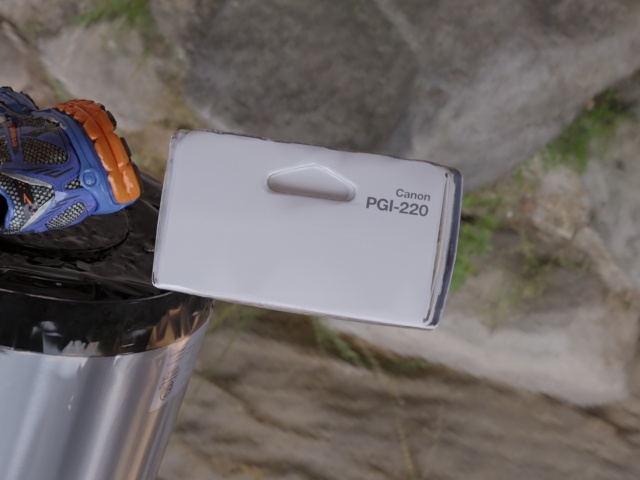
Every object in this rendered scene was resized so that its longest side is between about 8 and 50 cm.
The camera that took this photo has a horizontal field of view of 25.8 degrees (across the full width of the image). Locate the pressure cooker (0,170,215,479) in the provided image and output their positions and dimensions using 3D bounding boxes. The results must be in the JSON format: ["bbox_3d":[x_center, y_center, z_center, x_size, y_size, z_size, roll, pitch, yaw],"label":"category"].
[{"bbox_3d":[-0.311,0.142,1.230,0.370,0.420,0.375,1,-151,-36],"label":"pressure cooker"}]

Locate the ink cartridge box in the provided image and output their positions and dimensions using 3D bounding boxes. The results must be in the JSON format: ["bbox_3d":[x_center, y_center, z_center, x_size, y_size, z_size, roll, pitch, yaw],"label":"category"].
[{"bbox_3d":[0.000,0.000,0.831,0.158,0.092,0.218,8,175,5],"label":"ink cartridge box"}]

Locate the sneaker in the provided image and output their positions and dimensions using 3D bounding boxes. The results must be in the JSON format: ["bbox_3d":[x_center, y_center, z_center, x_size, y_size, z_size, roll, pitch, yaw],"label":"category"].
[{"bbox_3d":[-0.199,-0.044,0.849,0.221,0.087,0.083,1,114,54],"label":"sneaker"}]
